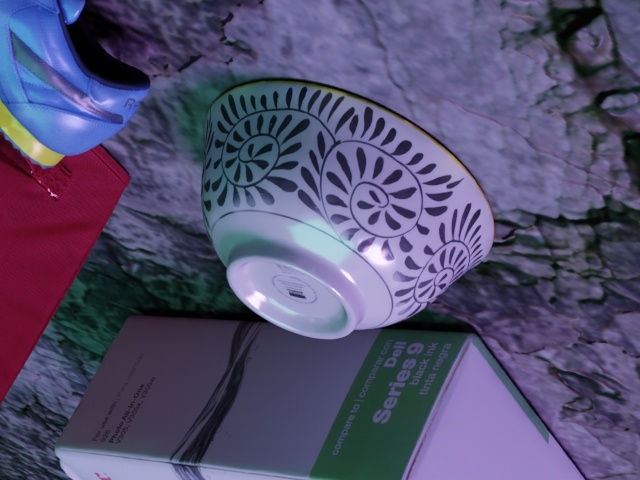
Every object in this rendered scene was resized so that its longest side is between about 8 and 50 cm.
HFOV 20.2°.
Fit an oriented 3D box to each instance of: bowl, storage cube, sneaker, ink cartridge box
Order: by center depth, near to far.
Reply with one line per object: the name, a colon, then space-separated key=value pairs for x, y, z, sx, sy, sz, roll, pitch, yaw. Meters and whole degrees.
sneaker: x=-0.170 y=-0.133 z=0.903 sx=0.082 sy=0.069 sz=0.209 roll=-33 pitch=112 yaw=21
bowl: x=0.000 y=0.000 z=0.952 sx=0.170 sy=0.080 sz=0.170 roll=19 pitch=152 yaw=11
storage cube: x=-0.264 y=-0.013 z=1.032 sx=0.215 sy=0.193 sz=0.183 roll=-1 pitch=142 yaw=43
ink cartridge box: x=0.005 y=0.156 z=1.166 sx=0.289 sy=0.121 sz=0.211 roll=2 pitch=143 yaw=39
